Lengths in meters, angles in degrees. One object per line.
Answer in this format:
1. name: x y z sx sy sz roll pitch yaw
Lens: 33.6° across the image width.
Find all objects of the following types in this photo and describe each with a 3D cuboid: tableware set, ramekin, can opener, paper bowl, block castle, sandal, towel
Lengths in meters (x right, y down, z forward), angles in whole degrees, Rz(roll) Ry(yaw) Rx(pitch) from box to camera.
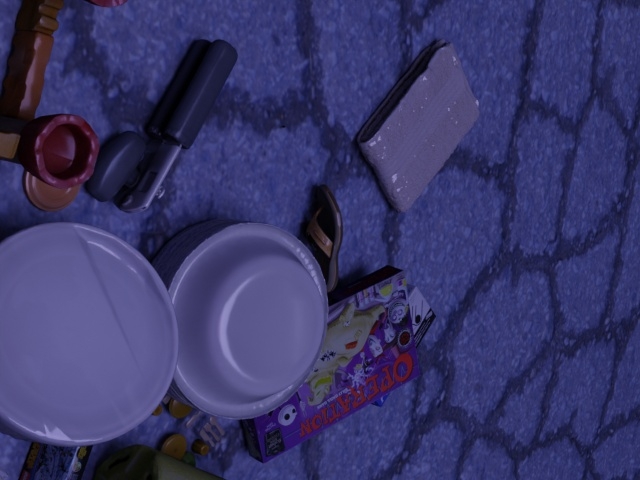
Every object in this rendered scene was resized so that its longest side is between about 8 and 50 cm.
1. tableware set: -0.211 0.281 1.580 0.104 0.024 0.154 -50 134 -22
2. ramekin: -0.317 0.121 1.276 0.273 0.127 0.273 14 65 -33
3. can opener: -0.206 -0.160 1.425 0.093 0.074 0.280 47 66 -43
4. paper bowl: -0.109 0.114 1.512 0.284 0.148 0.284 -4 97 -38
5. block castle: -0.413 -0.229 1.075 0.453 0.213 0.303 12 92 -49
6. sandal: 0.000 0.000 1.711 0.049 0.072 0.180 -4 109 -25
7. towel: 0.180 -0.202 1.860 0.282 0.049 0.187 -53 133 -24

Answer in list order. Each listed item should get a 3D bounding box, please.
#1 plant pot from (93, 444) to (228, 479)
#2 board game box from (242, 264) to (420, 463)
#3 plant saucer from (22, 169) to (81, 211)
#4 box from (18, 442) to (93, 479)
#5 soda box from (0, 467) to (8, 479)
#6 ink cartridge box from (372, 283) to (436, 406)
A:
1. plant pot: -0.201 0.419 1.473 0.254 0.276 0.276 43 68 -33
2. board game box: 0.014 0.198 1.742 0.347 0.056 0.208 -25 119 -32
3. plant saucer: -0.339 -0.078 1.346 0.083 0.013 0.083 -16 112 -45
4. box: -0.338 0.269 1.380 0.027 0.094 0.137 26 82 -48
5. soda box: -0.477 0.343 1.261 0.216 0.074 0.069 -55 135 -22
6. ink cartridge box: 0.125 0.186 1.905 0.207 0.046 0.097 -56 134 -21
